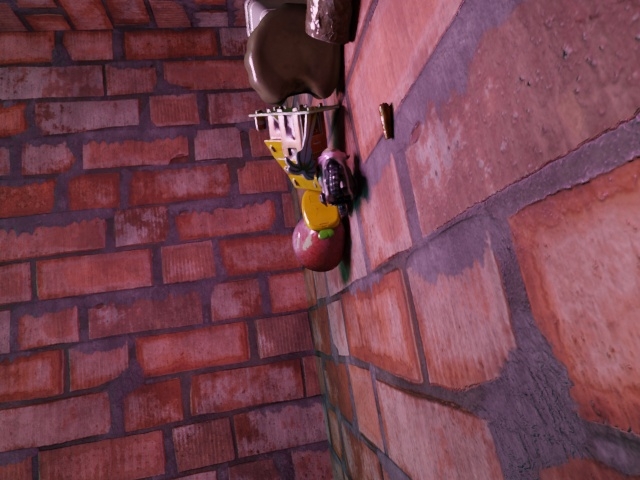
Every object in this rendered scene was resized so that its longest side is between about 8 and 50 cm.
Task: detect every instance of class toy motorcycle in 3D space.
[{"bbox_3d":[0.060,-0.215,1.455,0.327,0.143,0.188,57,-157,-75],"label":"toy motorcycle"}]

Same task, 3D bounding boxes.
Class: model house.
[{"bbox_3d":[-0.118,-0.331,1.513,0.300,0.340,0.323,9,117,34],"label":"model house"}]

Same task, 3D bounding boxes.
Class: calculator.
[{"bbox_3d":[0.002,-0.114,1.601,0.032,0.146,0.234,89,167,-66],"label":"calculator"}]

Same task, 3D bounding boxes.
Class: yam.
[{"bbox_3d":[0.032,-0.716,1.213,0.254,0.154,0.153,102,159,-55],"label":"yam"}]

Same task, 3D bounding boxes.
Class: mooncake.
[{"bbox_3d":[-0.099,-0.649,1.430,0.187,0.352,0.351,-125,30,-65],"label":"mooncake"}]

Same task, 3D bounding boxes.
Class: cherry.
[{"bbox_3d":[0.000,0.000,1.713,0.307,0.221,0.261,-45,57,54],"label":"cherry"}]

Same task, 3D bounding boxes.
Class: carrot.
[{"bbox_3d":[0.171,-0.313,1.050,0.032,0.032,0.093,-147,45,-77],"label":"carrot"}]

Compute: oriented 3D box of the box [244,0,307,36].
[{"bbox_3d":[-0.122,-0.856,1.575,0.182,0.312,0.175,-119,23,-46],"label":"box"}]
